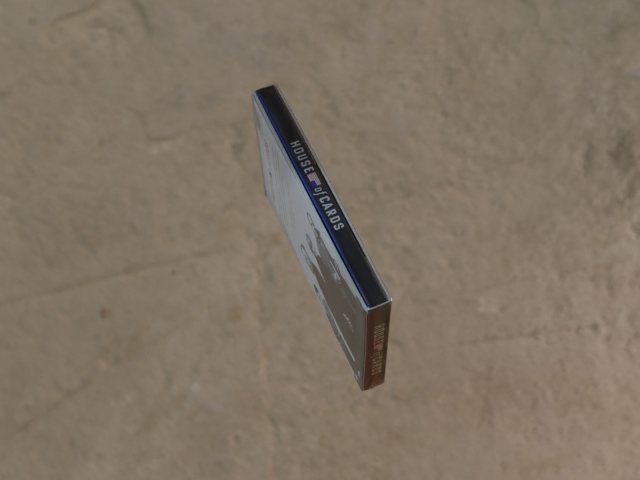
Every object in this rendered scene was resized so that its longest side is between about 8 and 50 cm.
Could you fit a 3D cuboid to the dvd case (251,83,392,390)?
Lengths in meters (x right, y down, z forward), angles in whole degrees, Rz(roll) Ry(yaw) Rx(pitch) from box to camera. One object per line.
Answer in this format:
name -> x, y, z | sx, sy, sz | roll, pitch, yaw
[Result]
dvd case -> 0.000, 0.000, 1.107 | 0.030, 0.238, 0.179 | -21, 154, -10
